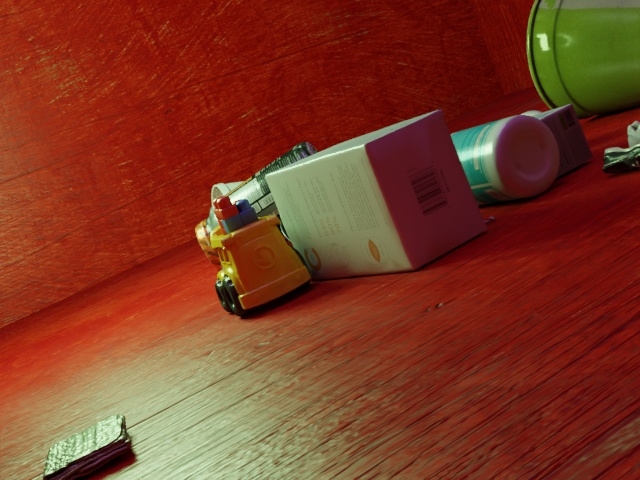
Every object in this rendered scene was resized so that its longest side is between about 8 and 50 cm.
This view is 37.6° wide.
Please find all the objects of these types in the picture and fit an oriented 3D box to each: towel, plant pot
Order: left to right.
[{"bbox_3d":[-0.282,0.255,1.142,0.110,0.027,0.148,-25,9,-13],"label":"towel"},{"bbox_3d":[0.734,-0.465,2.167,0.366,0.367,0.353,-27,20,-31],"label":"plant pot"}]

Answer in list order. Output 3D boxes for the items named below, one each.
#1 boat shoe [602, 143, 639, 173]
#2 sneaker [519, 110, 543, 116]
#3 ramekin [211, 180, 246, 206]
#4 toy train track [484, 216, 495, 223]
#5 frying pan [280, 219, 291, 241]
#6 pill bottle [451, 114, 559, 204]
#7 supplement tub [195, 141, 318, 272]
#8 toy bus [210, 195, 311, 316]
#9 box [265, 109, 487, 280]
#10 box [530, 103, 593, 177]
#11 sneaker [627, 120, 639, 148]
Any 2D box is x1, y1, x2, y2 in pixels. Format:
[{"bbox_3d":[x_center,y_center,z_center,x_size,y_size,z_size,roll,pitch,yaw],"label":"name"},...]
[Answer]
[{"bbox_3d":[0.499,-0.129,1.498,0.046,0.038,0.125,22,-11,-30],"label":"boat shoe"},{"bbox_3d":[0.398,-0.190,2.035,0.123,0.106,0.290,-30,-1,-20],"label":"sneaker"},{"bbox_3d":[-0.209,-0.062,2.527,0.109,0.207,0.207,-15,5,-18],"label":"ramekin"},{"bbox_3d":[0.257,-0.029,1.600,0.083,0.014,0.048,-18,9,32],"label":"toy train track"},{"bbox_3d":[0.073,-0.048,1.907,0.326,0.053,0.197,-21,42,-26],"label":"frying pan"},{"bbox_3d":[0.304,-0.140,1.733,0.146,0.146,0.264,-26,9,-25],"label":"pill bottle"},{"bbox_3d":[-0.105,-0.056,2.064,0.316,0.194,0.193,-34,6,9],"label":"supplement tub"},{"bbox_3d":[-0.137,0.015,1.711,0.149,0.212,0.220,-26,7,-16],"label":"toy bus"},{"bbox_3d":[0.084,-0.067,1.610,0.168,0.215,0.345,-27,9,-29],"label":"box"},{"bbox_3d":[0.403,-0.175,1.807,0.103,0.114,0.203,-27,8,-25],"label":"box"},{"bbox_3d":[0.556,-0.172,1.552,0.053,0.061,0.152,-23,9,-18],"label":"sneaker"}]
